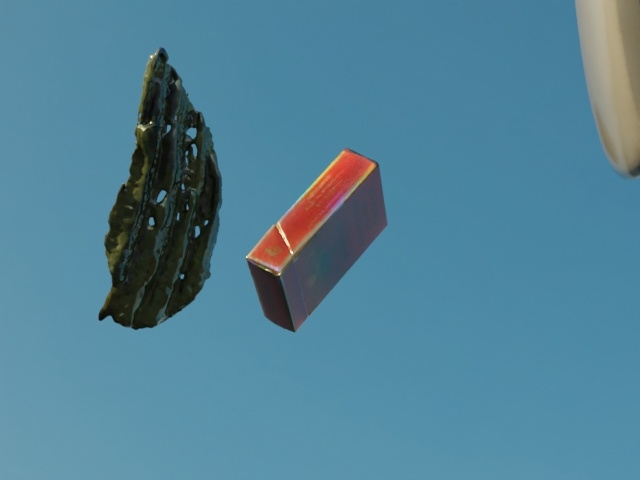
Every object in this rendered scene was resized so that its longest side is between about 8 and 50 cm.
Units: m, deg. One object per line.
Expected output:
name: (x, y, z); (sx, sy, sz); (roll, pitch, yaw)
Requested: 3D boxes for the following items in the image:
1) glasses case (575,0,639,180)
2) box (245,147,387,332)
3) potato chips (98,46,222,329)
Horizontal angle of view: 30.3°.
glasses case: (0.201, -0.136, 0.782); (0.049, 0.193, 0.074); (-9, -2, -6)
box: (-0.001, 0.000, 1.261); (0.048, 0.175, 0.112); (28, -28, 27)
potato chips: (-0.112, -0.034, 0.879); (0.092, 0.208, 0.028); (9, 2, -37)
